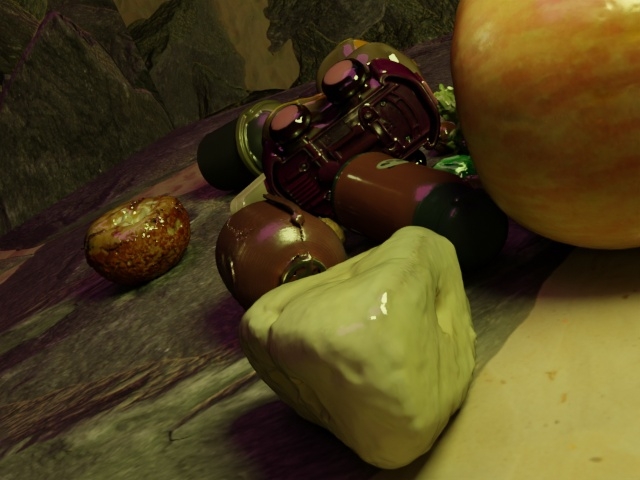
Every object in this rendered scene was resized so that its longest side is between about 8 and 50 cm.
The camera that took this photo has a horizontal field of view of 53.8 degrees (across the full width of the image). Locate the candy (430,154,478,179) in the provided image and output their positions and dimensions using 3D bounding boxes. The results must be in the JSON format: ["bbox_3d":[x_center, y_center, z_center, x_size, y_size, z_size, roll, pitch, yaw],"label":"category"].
[{"bbox_3d":[0.326,-0.100,0.986,0.323,0.097,0.097,-3,27,24],"label":"candy"}]

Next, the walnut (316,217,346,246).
[{"bbox_3d":[0.000,0.000,1.068,0.079,0.082,0.096,-55,27,-4],"label":"walnut"}]

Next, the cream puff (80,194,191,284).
[{"bbox_3d":[-0.393,0.002,1.369,0.240,0.164,0.240,-11,34,8],"label":"cream puff"}]

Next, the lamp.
[{"bbox_3d":[-0.061,0.024,0.923,0.180,0.180,0.258,-28,23,-13],"label":"lamp"}]

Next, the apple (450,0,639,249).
[{"bbox_3d":[0.342,-0.182,0.719,0.346,0.392,0.391,-7,26,40],"label":"apple"}]

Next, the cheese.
[{"bbox_3d":[0.030,0.113,0.613,0.251,0.174,0.248,-18,12,11],"label":"cheese"}]

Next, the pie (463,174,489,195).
[{"bbox_3d":[0.242,-0.062,0.968,0.084,0.084,0.021,-17,-7,16],"label":"pie"}]

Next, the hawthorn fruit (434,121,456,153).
[{"bbox_3d":[0.274,-0.223,1.351,0.066,0.067,0.103,-7,13,37],"label":"hawthorn fruit"}]

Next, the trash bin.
[{"bbox_3d":[-0.165,-0.245,1.658,0.333,0.214,0.214,-9,24,44],"label":"trash bin"}]

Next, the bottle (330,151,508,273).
[{"bbox_3d":[0.138,-0.045,0.932,0.144,0.144,0.336,-28,21,-13],"label":"bottle"}]

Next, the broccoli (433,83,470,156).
[{"bbox_3d":[0.312,-0.294,1.080,0.293,0.281,0.347,-29,-30,36],"label":"broccoli"}]

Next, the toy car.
[{"bbox_3d":[0.038,-0.213,1.157,0.340,0.271,0.240,-35,41,10],"label":"toy car"}]

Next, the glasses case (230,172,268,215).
[{"bbox_3d":[-0.133,-0.093,1.427,0.050,0.083,0.196,-10,23,31],"label":"glasses case"}]
